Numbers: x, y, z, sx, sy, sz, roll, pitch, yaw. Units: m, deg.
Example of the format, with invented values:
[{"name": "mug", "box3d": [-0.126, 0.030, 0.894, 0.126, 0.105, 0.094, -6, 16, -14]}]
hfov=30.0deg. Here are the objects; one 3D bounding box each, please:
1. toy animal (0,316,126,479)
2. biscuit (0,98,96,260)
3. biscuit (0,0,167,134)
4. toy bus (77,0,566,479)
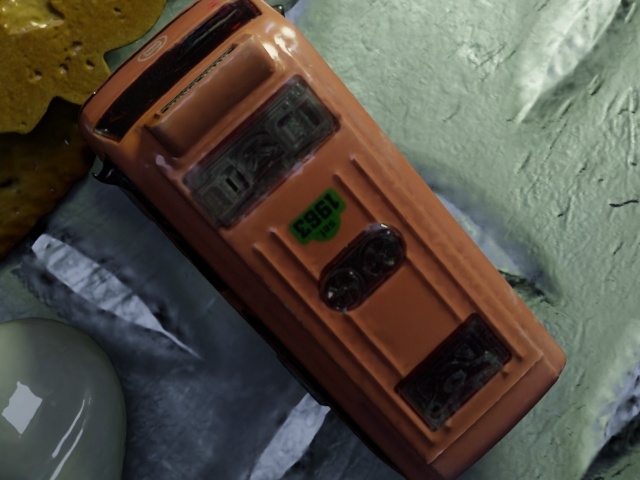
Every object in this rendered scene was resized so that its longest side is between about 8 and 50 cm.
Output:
[{"name": "toy animal", "box3d": [-0.297, 0.211, 1.052, 0.249, 0.174, 0.289, 2, 83, 0]}, {"name": "biscuit", "box3d": [-0.362, -0.130, 1.073, 0.359, 0.046, 0.359, -10, 113, -25]}, {"name": "biscuit", "box3d": [-0.235, -0.208, 1.061, 0.249, 0.035, 0.184, -43, 123, 0]}, {"name": "toy bus", "box3d": [0.000, 0.000, 1.008, 0.203, 0.233, 0.427, -43, 108, -5]}]
